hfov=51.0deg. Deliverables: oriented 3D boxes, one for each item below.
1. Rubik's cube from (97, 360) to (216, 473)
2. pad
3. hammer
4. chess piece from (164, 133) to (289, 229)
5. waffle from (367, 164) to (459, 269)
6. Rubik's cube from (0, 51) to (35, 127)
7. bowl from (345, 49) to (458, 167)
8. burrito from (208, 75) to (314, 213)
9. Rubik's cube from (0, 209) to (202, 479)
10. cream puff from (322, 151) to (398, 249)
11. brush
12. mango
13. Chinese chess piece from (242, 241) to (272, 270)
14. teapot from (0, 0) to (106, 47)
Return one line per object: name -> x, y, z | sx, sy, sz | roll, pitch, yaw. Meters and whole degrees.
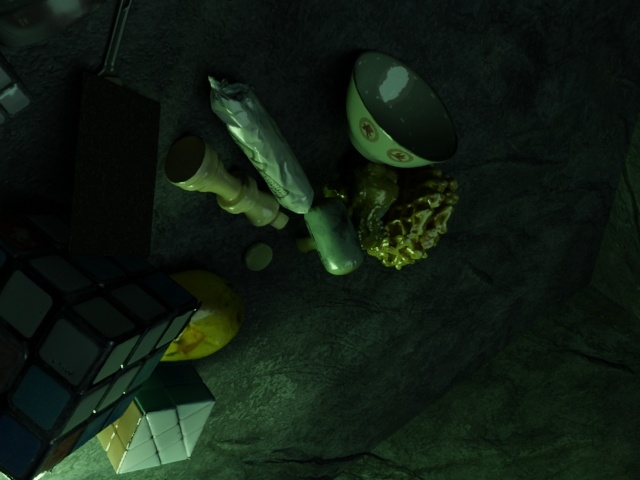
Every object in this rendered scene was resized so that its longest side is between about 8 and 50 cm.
Rubik's cube -> -0.447, 0.442, 1.775 | 0.231, 0.224, 0.221 | 4, 121, -46
pad -> -0.389, -0.132, 1.291 | 0.220, 0.004, 0.330 | 13, 80, -64
hammer -> 0.000, 0.000, 1.785 | 0.113, 0.202, 0.305 | -20, -179, -22
chess piece -> -0.197, -0.117, 1.602 | 0.117, 0.117, 0.397 | -51, 145, 6
waffle -> 0.245, -0.076, 1.936 | 0.151, 0.261, 0.324 | 27, 104, -27
Rubik's cube -> -0.601, -0.261, 0.960 | 0.237, 0.237, 0.238 | -39, 143, -9
bowl -> 0.168, -0.295, 1.678 | 0.337, 0.337, 0.157 | -1, 152, -44
burrito -> -0.136, -0.231, 1.536 | 0.101, 0.139, 0.445 | -20, 139, 14
Rubik's cube -> -0.510, 0.174, 1.280 | 0.363, 0.359, 0.362 | -53, 176, 15
cream puff -> 0.095, -0.108, 1.796 | 0.185, 0.282, 0.282 | 12, 121, -9
brush -> -0.372, -0.384, 1.243 | 0.062, 0.027, 0.266 | -10, 131, -50
mango -> -0.367, 0.193, 1.678 | 0.365, 0.182, 0.253 | -8, 133, -25
Chinese chess piece -> -0.171, 0.042, 1.833 | 0.084, 0.034, 0.084 | -26, 137, -27
teapot -> -0.434, -0.495, 0.951 | 0.315, 0.233, 0.312 | -62, 146, -29
